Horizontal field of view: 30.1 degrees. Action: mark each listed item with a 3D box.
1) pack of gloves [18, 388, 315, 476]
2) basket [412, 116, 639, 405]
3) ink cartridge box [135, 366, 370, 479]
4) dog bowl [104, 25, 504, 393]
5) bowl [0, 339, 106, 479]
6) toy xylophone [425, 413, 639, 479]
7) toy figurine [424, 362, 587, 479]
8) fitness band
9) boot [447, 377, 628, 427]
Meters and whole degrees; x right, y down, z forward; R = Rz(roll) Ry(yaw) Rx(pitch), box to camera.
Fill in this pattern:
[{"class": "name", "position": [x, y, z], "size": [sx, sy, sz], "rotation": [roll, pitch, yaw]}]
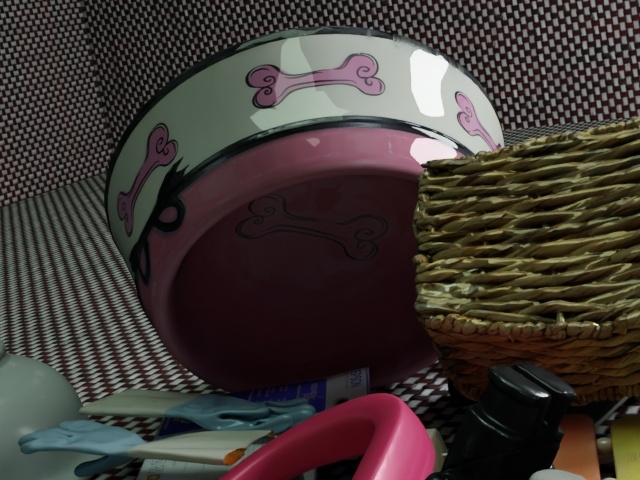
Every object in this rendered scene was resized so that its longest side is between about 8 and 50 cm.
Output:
[{"class": "pack of gloves", "position": [-0.129, 0.175, 1.039], "size": [0.232, 0.046, 0.195], "rotation": [-1, 5, 28]}, {"class": "basket", "position": [0.244, 0.050, 0.968], "size": [0.299, 0.223, 0.213], "rotation": [-11, 47, 16]}, {"class": "ink cartridge box", "position": [-0.051, 0.182, 1.089], "size": [0.208, 0.045, 0.206], "rotation": [-11, 12, 4]}, {"class": "dog bowl", "position": [0.000, 0.000, 1.159], "size": [0.408, 0.408, 0.150], "rotation": [-11, 48, -2]}, {"class": "bowl", "position": [-0.366, 0.178, 1.168], "size": [0.297, 0.134, 0.298], "rotation": [-10, 11, 2]}, {"class": "toy xylophone", "position": [0.222, 0.166, 0.849], "size": [0.322, 0.081, 0.236], "rotation": [-9, 11, 5]}, {"class": "toy figurine", "position": [0.150, 0.179, 0.590], "size": [0.213, 0.148, 0.209], "rotation": [19, 16, -6]}, {"class": "fitness band", "position": [-0.028, 0.199, 0.781], "size": [0.209, 0.054, 0.291], "rotation": [-29, 10, 25]}, {"class": "boot", "position": [0.245, 0.101, 1.142], "size": [0.244, 0.088, 0.176], "rotation": [-22, 15, -32]}]
